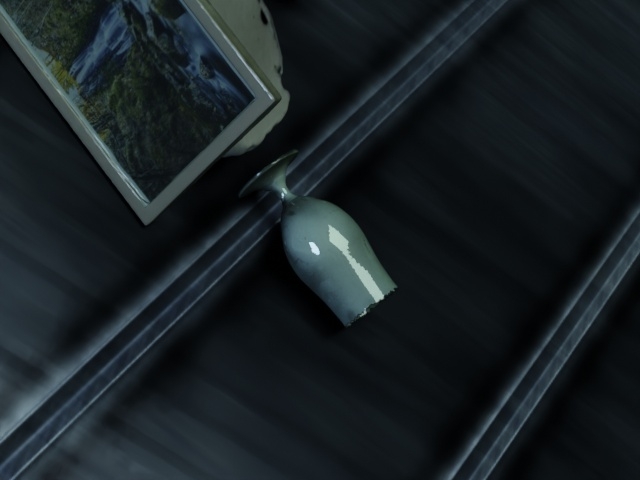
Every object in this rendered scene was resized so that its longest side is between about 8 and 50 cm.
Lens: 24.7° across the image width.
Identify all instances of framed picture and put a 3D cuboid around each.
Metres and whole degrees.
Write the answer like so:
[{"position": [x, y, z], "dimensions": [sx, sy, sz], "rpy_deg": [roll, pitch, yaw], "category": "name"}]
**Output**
[{"position": [-0.211, -0.206, 1.559], "dimensions": [0.324, 0.240, 0.020], "rpy_deg": [53, 34, 4], "category": "framed picture"}]

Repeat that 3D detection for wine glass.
[{"position": [0.000, 0.000, 1.676], "dimensions": [0.202, 0.093, 0.093], "rpy_deg": [52, 46, 4], "category": "wine glass"}]

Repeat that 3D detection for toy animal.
[{"position": [-0.139, -0.207, 1.659], "dimensions": [0.204, 0.156, 0.208], "rpy_deg": [-53, 137, -41], "category": "toy animal"}]
